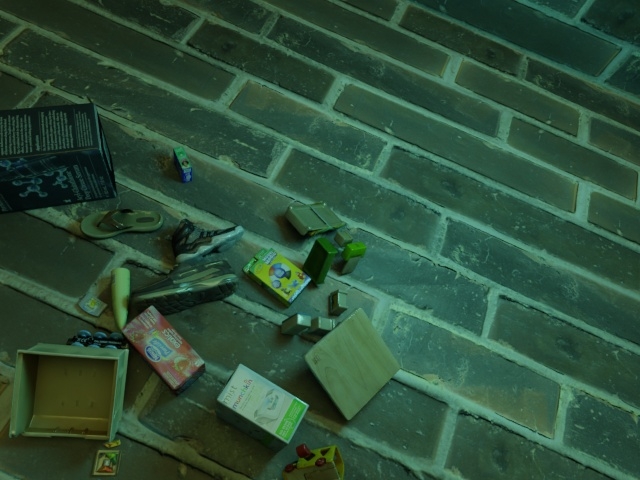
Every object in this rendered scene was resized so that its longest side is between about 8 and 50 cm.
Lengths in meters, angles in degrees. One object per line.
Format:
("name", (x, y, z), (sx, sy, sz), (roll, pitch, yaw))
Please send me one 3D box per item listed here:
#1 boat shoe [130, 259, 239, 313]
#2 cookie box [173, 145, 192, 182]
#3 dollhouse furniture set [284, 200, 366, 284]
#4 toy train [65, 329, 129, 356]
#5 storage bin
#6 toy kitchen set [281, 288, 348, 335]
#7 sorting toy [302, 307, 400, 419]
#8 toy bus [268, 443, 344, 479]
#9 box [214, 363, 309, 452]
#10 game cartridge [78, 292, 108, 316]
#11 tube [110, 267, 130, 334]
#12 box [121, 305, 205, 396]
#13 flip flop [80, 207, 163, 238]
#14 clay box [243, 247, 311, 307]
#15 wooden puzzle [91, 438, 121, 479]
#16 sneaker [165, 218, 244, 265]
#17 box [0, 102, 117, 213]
("boat shoe", (-0.460, 0.151, 1.626), (0.356, 0.132, 0.130), (-10, 55, -26))
("cookie box", (-0.534, -0.293, 1.853), (0.040, 0.092, 0.107), (-20, 68, -24))
("dollhouse furniture set", (0.000, 0.000, 1.827), (0.198, 0.151, 0.301), (-9, 45, -39))
("toy train", (-0.684, 0.339, 1.474), (0.184, 0.105, 0.080), (5, 33, -5))
("storage bin", (-0.706, 0.435, 1.358), (0.263, 0.123, 0.260), (6, 91, -9))
("toy kitchen set", (-0.017, 0.249, 1.682), (0.207, 0.122, 0.166), (16, 58, -27))
("sorting toy", (0.093, 0.399, 1.577), (0.255, 0.089, 0.257), (-37, 100, -25))
("toy bus", (-0.028, 0.683, 1.432), (0.202, 0.190, 0.104), (27, 17, 2))
("box", (-0.182, 0.502, 1.407), (0.231, 0.262, 0.126), (30, 60, 6))
("game cartridge", (-0.753, 0.215, 1.579), (0.083, 0.017, 0.056), (30, 64, 5))
("tube", (-0.655, 0.208, 1.570), (0.062, 0.070, 0.240), (-20, 60, 10))
("box", (-0.489, 0.347, 1.500), (0.257, 0.128, 0.123), (43, 62, 11))
("flip flop", (-0.706, -0.072, 1.704), (0.277, 0.080, 0.112), (-4, 63, -14))
("clay box", (-0.159, 0.123, 1.733), (0.222, 0.053, 0.127), (37, 61, 8))
("wooden puzzle", (-0.618, 0.640, 1.382), (0.079, 0.014, 0.116), (-1, 63, -13))
("sneaker", (-0.420, -0.023, 1.726), (0.269, 0.101, 0.153), (-28, 74, -21))
("box", (-0.943, -0.281, 1.643), (0.396, 0.293, 0.211), (-11, 65, -17))
